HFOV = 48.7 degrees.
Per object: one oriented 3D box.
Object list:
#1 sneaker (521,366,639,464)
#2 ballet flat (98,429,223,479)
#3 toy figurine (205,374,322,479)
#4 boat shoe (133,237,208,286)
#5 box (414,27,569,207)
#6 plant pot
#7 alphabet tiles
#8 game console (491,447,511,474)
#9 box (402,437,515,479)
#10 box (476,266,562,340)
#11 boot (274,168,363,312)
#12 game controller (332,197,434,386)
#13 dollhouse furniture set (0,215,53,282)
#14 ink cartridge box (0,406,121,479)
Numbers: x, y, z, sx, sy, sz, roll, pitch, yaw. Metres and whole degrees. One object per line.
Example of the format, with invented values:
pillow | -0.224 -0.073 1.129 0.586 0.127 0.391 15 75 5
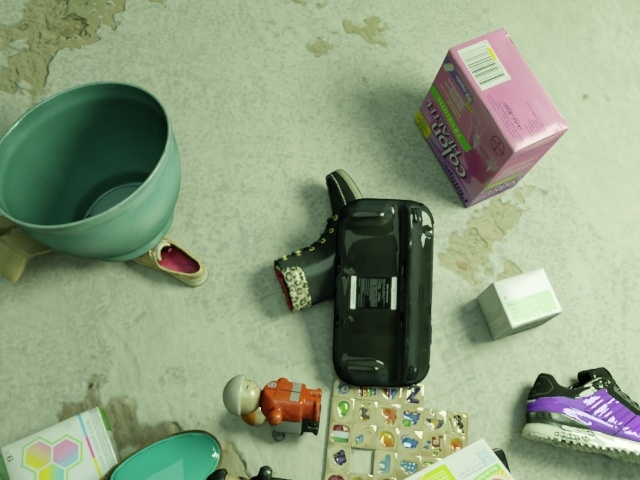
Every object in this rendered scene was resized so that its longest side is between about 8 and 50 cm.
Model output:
sneaker | 0.492 0.288 1.194 0.293 0.102 0.146 12 69 -3
ballet flat | -0.295 0.404 1.034 0.342 0.124 0.116 -36 75 -32
toy figurine | -0.081 0.315 1.059 0.148 0.209 0.213 7 71 2
boat shoe | -0.272 0.021 1.219 0.170 0.059 0.063 24 69 2
box | 0.295 -0.212 1.274 0.117 0.243 0.213 -24 76 -14
plant pot | -0.351 -0.086 1.153 0.293 0.196 0.293 -6 55 9
alphabet tiles | 0.130 0.335 1.183 0.237 0.009 0.198 8 69 -4
game console | 0.259 0.411 1.124 0.144 0.085 0.124 -13 82 -15
box | 0.184 0.398 1.040 0.203 0.103 0.114 -19 52 -27
box | 0.347 0.112 1.239 0.101 0.102 0.087 -16 71 -11
boot | 0.001 0.001 1.241 0.179 0.085 0.236 -15 80 -14
game controller | 0.107 0.088 1.194 0.166 0.067 0.319 2 89 2
dollhouse furniture set | -0.542 0.037 1.199 0.144 0.123 0.151 33 105 6
ink cartridge box | -0.418 0.349 1.082 0.209 0.062 0.109 -21 75 -13
